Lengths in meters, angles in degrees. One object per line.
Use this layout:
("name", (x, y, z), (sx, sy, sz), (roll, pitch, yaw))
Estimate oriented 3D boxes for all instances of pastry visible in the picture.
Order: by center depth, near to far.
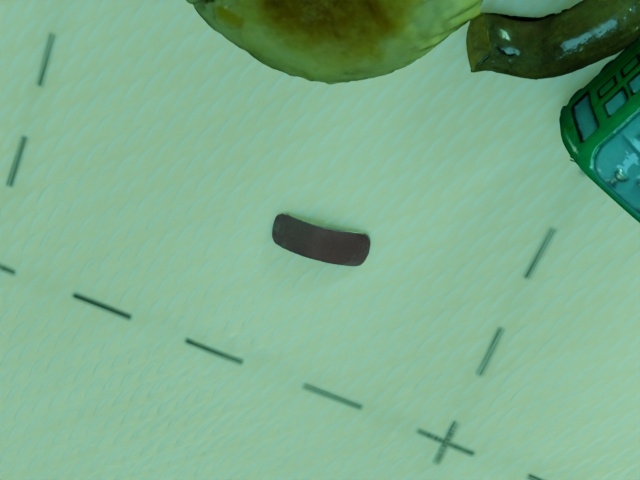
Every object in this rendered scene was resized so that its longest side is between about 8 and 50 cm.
("pastry", (0.021, -0.375, 1.645), (0.388, 0.313, 0.388), (10, 132, 11))

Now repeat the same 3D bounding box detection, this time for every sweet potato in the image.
("sweet potato", (0.309, -0.264, 1.789), (0.285, 0.085, 0.112), (-20, 109, 23))

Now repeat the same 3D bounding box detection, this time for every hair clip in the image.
("hair clip", (0.000, 0.001, 2.027), (0.137, 0.022, 0.054), (15, 117, 0))

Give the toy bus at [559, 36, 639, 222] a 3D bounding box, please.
("toy bus", (0.455, -0.176, 1.763), (0.183, 0.199, 0.343), (39, 116, -13))
